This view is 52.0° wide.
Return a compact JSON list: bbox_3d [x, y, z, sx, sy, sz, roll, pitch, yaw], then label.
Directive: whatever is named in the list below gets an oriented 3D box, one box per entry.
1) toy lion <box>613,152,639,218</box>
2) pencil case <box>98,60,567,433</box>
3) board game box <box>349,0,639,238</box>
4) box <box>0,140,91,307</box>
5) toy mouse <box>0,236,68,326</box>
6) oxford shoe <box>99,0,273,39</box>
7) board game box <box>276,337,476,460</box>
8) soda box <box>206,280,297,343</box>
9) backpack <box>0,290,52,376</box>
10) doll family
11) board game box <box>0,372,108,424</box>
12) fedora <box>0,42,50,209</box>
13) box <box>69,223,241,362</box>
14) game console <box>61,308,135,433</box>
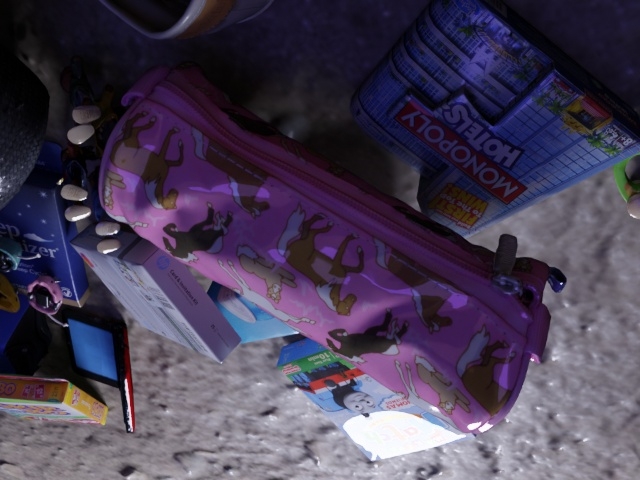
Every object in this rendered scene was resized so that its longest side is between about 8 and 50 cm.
[{"bbox_3d":[0.292,-0.076,0.543,0.100,0.034,0.096,-21,114,30],"label":"toy lion"},{"bbox_3d":[0.000,0.000,0.551,0.386,0.160,0.167,30,108,10],"label":"pencil case"},{"bbox_3d":[0.126,-0.086,0.558,0.194,0.060,0.194,33,129,-13],"label":"board game box"},{"bbox_3d":[-0.352,-0.022,0.763,0.137,0.036,0.225,12,130,6],"label":"box"},{"bbox_3d":[-0.349,0.038,0.766,0.161,0.031,0.143,37,130,-17],"label":"toy mouse"},{"bbox_3d":[-0.215,-0.302,0.430,0.449,0.130,0.169,38,130,-15],"label":"oxford shoe"},{"bbox_3d":[0.073,0.188,0.816,0.160,0.039,0.211,-25,120,31],"label":"board game box"},{"bbox_3d":[-0.018,0.052,0.709,0.210,0.067,0.071,-14,124,25],"label":"soda box"},{"bbox_3d":[-0.412,0.123,0.862,0.101,0.097,0.120,15,143,8],"label":"backpack"},{"bbox_3d":[-0.218,-0.080,0.633,0.076,0.111,0.192,2,125,-31],"label":"doll family"},{"bbox_3d":[-0.377,0.215,0.884,0.124,0.039,0.259,6,155,-3],"label":"board game box"},{"bbox_3d":[-0.365,-0.099,0.591,0.334,0.333,0.153,-17,153,27],"label":"fedora"},{"bbox_3d":[-0.185,0.054,0.721,0.186,0.038,0.145,8,138,48],"label":"box"},{"bbox_3d":[-0.299,0.178,0.885,0.085,0.124,0.144,-5,133,-15],"label":"game console"}]
